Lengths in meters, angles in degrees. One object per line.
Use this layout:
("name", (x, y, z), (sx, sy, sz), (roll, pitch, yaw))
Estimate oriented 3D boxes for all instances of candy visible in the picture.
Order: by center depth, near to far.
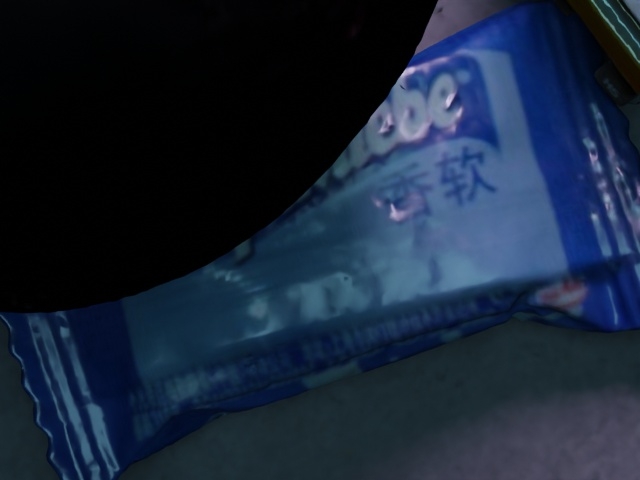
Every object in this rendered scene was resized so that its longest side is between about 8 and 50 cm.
("candy", (0.000, 0.000, 0.974), (0.331, 0.077, 0.187), (-16, 83, -5))

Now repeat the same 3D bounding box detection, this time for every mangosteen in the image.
("mangosteen", (-0.139, -0.154, 0.827), (0.382, 0.435, 0.382), (5, 77, -22))

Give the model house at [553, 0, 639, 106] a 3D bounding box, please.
("model house", (0.186, -0.194, 0.899), (0.198, 0.215, 0.224), (-35, 89, -10))
